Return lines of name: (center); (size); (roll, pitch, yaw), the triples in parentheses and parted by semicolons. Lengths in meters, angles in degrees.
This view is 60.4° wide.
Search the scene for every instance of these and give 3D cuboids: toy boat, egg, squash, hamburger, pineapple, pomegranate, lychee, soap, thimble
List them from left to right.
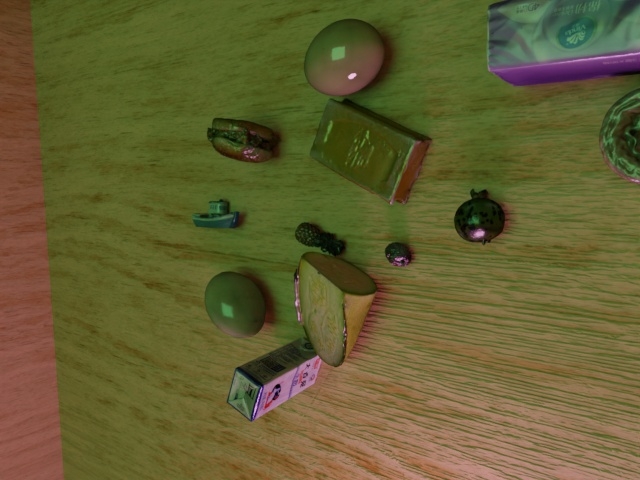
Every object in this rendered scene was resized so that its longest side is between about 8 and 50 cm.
toy boat: (-0.360, -0.093, 1.914); (0.215, 0.088, 0.102); (4, 95, 39)
egg: (-0.282, 0.213, 1.825); (0.253, 0.186, 0.186); (53, 124, 26)
hamburger: (-0.252, -0.312, 1.733); (0.215, 0.189, 0.122); (14, 97, 25)
pineapple: (0.000, 0.000, 1.655); (0.159, 0.074, 0.074); (25, 111, 26)
squash: (0.011, 0.222, 1.583); (0.233, 0.210, 0.309); (38, 113, 36)
egg: (0.060, -0.483, 1.468); (0.241, 0.186, 0.186); (-17, 85, 47)
soap: (0.126, -0.250, 1.508); (0.315, 0.091, 0.199); (35, 114, 30)
lychee: (0.210, 0.040, 1.489); (0.067, 0.068, 0.083); (79, 167, -54)
pomegranate: (0.381, -0.065, 1.322); (0.122, 0.122, 0.161); (-19, 55, 38)
thimble: (0.667, -0.202, 1.051); (0.229, 0.148, 0.196); (-27, 77, 35)

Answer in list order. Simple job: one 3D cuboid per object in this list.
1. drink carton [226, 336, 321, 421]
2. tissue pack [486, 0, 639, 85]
drink carton: (-0.124, 0.406, 1.643); (0.106, 0.315, 0.131); (29, 113, 28)
tissue pack: (0.521, -0.399, 1.078); (0.338, 0.242, 0.160); (4, 99, 39)
